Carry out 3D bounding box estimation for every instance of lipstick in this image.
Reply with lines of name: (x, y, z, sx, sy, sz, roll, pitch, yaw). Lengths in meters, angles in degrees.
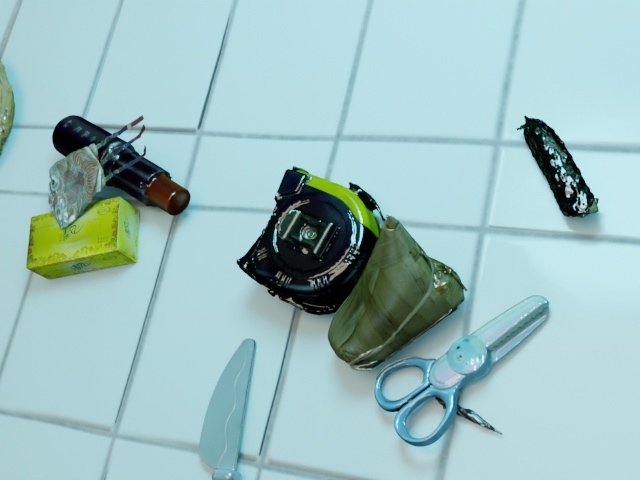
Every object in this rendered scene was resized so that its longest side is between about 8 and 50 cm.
lipstick: (-0.325, -0.120, 1.473, 0.300, 0.081, 0.081, 30, 84, 30)

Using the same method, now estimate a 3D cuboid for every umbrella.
umbrella: (0.180, 0.219, 1.161, 0.122, 0.013, 0.022, 32, 65, 32)

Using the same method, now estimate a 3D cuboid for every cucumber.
cucumber: (0.317, -0.099, 1.208, 0.053, 0.053, 0.181, -28, 61, 11)

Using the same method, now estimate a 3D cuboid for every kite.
kite: (-0.352, -0.113, 1.431, 0.229, 0.016, 0.127, -29, 65, 26)

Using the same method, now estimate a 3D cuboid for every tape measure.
tape measure: (0.000, 0.000, 1.271, 0.186, 0.112, 0.199, 22, 81, 27)

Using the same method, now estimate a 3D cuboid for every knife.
knife: (-0.136, 0.296, 1.255, 0.080, 0.044, 0.331, -11, 60, 27)

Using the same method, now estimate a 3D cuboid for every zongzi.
zongzi: (0.070, 0.067, 1.164, 0.194, 0.197, 0.099, -39, 44, 8)

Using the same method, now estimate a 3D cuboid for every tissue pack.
tissue pack: (-0.385, -0.003, 1.463, 0.176, 0.062, 0.095, -10, 66, 18)

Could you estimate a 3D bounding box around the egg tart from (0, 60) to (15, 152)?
egg tart: (-0.730, -0.228, 1.656, 0.352, 0.150, 0.352, -7, 71, 20)

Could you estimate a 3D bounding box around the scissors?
scissors: (0.189, 0.154, 1.166, 0.256, 0.030, 0.125, -37, 48, 2)
